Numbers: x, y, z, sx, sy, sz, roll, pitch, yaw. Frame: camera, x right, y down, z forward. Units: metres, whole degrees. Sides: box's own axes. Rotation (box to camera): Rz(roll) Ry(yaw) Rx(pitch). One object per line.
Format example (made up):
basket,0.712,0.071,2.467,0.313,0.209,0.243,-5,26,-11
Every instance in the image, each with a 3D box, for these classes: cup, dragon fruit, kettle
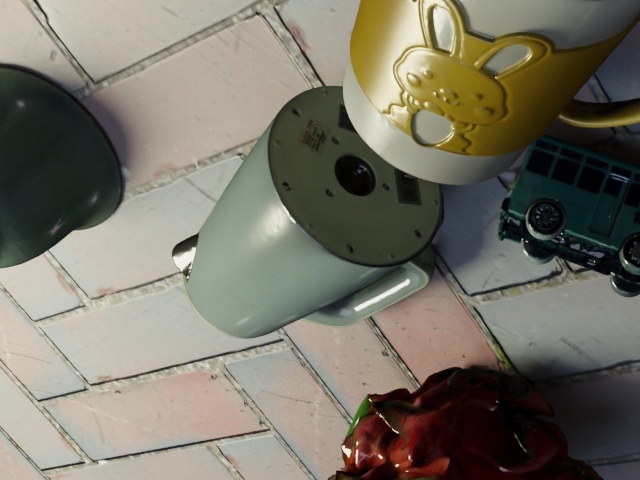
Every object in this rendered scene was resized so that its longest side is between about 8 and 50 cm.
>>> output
cup,-0.315,-0.046,1.179,0.199,0.150,0.199,16,135,16
dragon fruit,0.144,0.233,1.104,0.293,0.234,0.234,6,134,49
kettle,0.000,0.000,1.068,0.210,0.160,0.243,14,150,-23
cup,0.137,-0.146,0.812,0.241,0.185,0.226,28,142,1

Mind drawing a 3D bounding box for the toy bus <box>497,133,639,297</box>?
toy bus,0.225,-0.017,0.936,0.160,0.092,0.079,21,165,13
